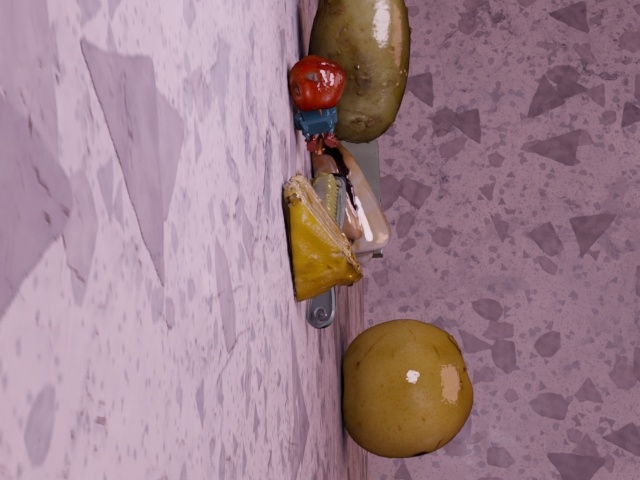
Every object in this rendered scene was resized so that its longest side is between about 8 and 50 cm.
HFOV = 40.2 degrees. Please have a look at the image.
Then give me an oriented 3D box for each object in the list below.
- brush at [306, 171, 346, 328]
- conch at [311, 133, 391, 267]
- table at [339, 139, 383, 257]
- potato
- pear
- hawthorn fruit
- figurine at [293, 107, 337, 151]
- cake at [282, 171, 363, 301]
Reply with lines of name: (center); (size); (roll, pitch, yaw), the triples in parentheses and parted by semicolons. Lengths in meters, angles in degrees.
brush: (0.000, 0.000, 1.431); (0.060, 0.068, 0.297); (48, 38, -51)
conch: (0.033, -0.066, 1.627); (0.158, 0.127, 0.255); (-19, 84, -55)
table: (0.067, -0.075, 1.812); (0.111, 0.121, 0.240); (63, 25, -76)
potato: (0.063, -0.303, 1.477); (0.210, 0.173, 0.308); (-92, -175, -49)
pear: (0.205, 0.357, 2.120); (0.348, 0.348, 0.349); (-2, 90, -85)
hawthorn fruit: (-0.007, -0.229, 1.299); (0.093, 0.093, 0.093); (-2, 90, -85)
figurine: (-0.009, -0.216, 1.375); (0.075, 0.068, 0.140); (74, 8, -58)
cake: (-0.026, 0.000, 1.232); (0.185, 0.116, 0.080); (45, 25, -31)
